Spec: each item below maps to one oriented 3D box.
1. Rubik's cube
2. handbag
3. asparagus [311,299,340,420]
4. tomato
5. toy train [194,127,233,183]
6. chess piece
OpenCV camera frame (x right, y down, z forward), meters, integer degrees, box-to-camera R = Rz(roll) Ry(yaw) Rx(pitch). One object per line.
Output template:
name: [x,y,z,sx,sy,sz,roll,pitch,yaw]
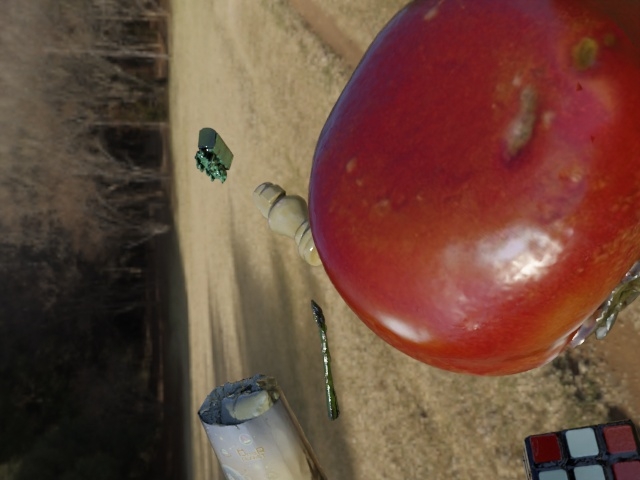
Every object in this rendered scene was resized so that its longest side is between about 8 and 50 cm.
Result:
Rubik's cube: [0.393,0.372,1.141,0.160,0.162,0.163,67,-164,-58]
handbag: [-0.068,0.230,0.896,0.095,0.117,0.173,-48,-58,-52]
asparagus: [0.009,0.206,1.323,0.022,0.023,0.233,-106,7,-71]
tomato: [0.151,-0.057,0.635,0.290,0.293,0.325,42,110,27]
toy train: [-0.191,-0.149,1.384,0.148,0.038,0.071,62,-141,-79]
chess piece: [0.000,0.000,1.623,0.397,0.117,0.117,40,141,29]
